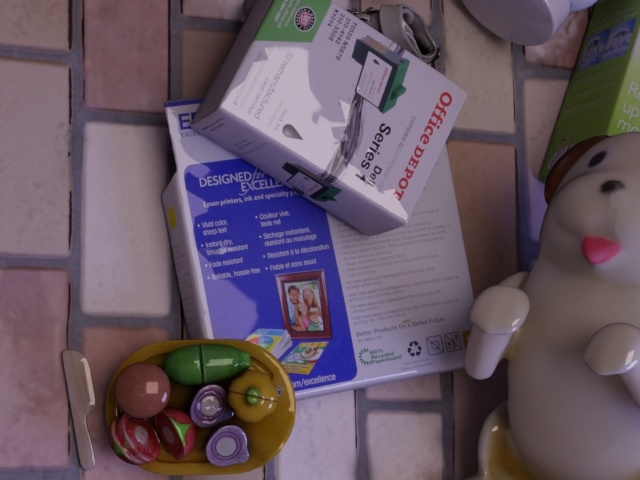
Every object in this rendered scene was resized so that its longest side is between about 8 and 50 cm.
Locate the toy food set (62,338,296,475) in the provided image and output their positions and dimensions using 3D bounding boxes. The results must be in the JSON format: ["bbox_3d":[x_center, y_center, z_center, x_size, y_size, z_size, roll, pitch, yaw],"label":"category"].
[{"bbox_3d":[-0.132,0.155,1.599,0.218,0.071,0.128,-3,87,0],"label":"toy food set"}]

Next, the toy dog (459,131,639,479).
[{"bbox_3d":[0.314,0.097,1.701,0.395,0.285,0.407,-8,109,-43],"label":"toy dog"}]

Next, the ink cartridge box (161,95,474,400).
[{"bbox_3d":[0.000,0.000,1.733,0.304,0.072,0.307,-8,84,-25],"label":"ink cartridge box"}]

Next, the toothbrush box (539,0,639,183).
[{"bbox_3d":[0.390,-0.156,1.908,0.206,0.122,0.283,27,71,-20],"label":"toothbrush box"}]

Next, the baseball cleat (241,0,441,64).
[{"bbox_3d":[0.027,-0.221,1.752,0.206,0.109,0.072,15,63,-28],"label":"baseball cleat"}]

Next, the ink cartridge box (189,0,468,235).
[{"bbox_3d":[0.012,-0.127,1.669,0.219,0.092,0.160,31,72,-16],"label":"ink cartridge box"}]

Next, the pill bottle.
[{"bbox_3d":[0.267,-0.341,1.858,0.153,0.153,0.264,45,67,-13],"label":"pill bottle"}]
